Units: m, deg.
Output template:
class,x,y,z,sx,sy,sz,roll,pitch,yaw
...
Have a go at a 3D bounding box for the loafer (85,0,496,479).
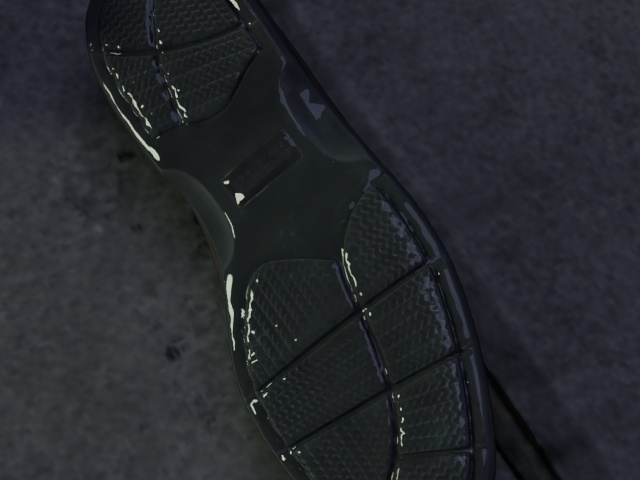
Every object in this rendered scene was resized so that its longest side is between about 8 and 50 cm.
class,x,y,z,sx,sy,sz,roll,pitch,yaw
loafer,0.000,0.000,0.848,0.109,0.095,0.302,-33,73,14
